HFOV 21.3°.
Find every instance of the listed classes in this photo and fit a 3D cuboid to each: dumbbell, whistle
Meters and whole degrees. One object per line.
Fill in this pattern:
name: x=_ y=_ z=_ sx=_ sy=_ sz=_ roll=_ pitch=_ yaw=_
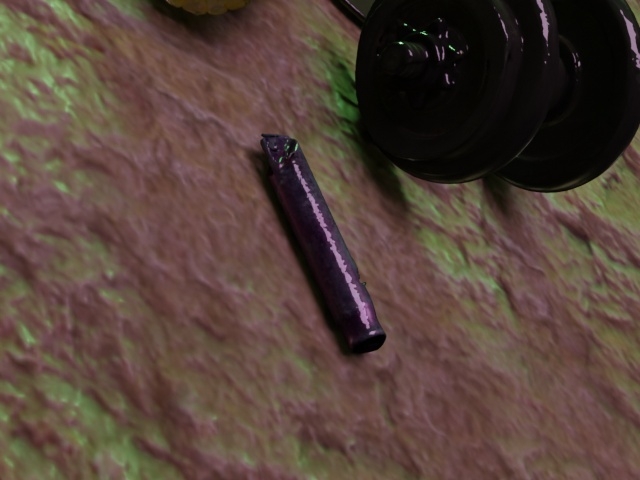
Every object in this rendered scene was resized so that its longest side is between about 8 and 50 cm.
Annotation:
dumbbell: x=0.148 y=-0.137 z=1.376 sx=0.290 sy=0.192 sz=0.192 roll=2 pitch=59 yaw=-49
whistle: x=0.000 y=0.000 z=1.214 sx=0.033 sy=0.033 sz=0.176 roll=-3 pitch=63 yaw=-51

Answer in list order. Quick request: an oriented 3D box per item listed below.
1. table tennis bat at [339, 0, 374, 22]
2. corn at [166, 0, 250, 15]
table tennis bat: x=0.068 y=-0.207 z=1.498 sx=0.234 sy=0.022 sz=0.131 roll=39 pitch=34 yaw=-17
corn: x=-0.056 y=-0.280 z=1.313 sx=0.305 sy=0.122 sz=0.123 roll=-74 pitch=165 yaw=-51
